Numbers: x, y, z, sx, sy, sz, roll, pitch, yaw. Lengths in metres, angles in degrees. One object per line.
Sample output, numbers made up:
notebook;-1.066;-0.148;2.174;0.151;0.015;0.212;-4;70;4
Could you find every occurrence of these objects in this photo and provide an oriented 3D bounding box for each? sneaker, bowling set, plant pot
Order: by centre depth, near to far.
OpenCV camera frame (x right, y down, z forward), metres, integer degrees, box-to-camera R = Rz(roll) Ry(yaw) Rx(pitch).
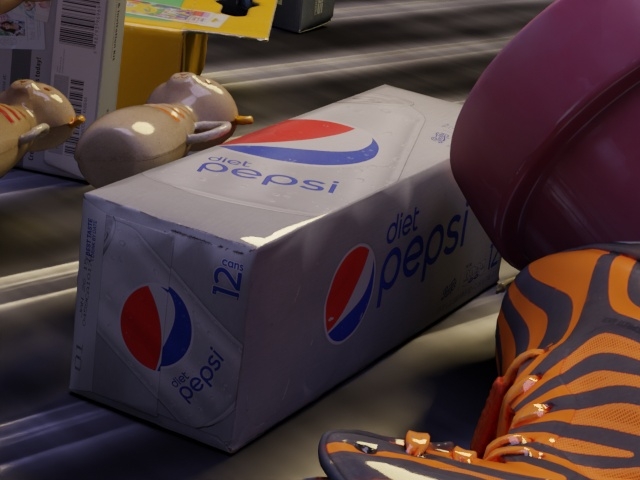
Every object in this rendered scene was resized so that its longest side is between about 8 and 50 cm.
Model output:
sneaker;0.068;0.080;0.581;0.180;0.125;0.321;5;20;-11
plant pot;0.188;-0.013;0.771;0.201;0.201;0.180;-7;55;-36
bowling set;-0.184;-0.115;0.836;0.287;0.200;0.154;-2;14;18

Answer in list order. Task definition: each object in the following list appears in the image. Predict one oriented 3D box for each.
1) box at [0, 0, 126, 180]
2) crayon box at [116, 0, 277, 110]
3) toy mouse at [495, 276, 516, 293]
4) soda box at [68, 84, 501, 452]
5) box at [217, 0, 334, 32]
box;-0.212;-0.125;1.006;0.186;0.145;0.038;11;18;10
crayon box;-0.194;-0.145;1.160;0.323;0.083;0.203;7;20;-1
toy mouse;0.164;0.025;0.903;0.143;0.031;0.161;20;24;32
soda box;0.000;0.000;0.814;0.091;0.098;0.286;17;23;25
box;-0.068;-0.314;1.450;0.183;0.233;0.059;19;29;29
